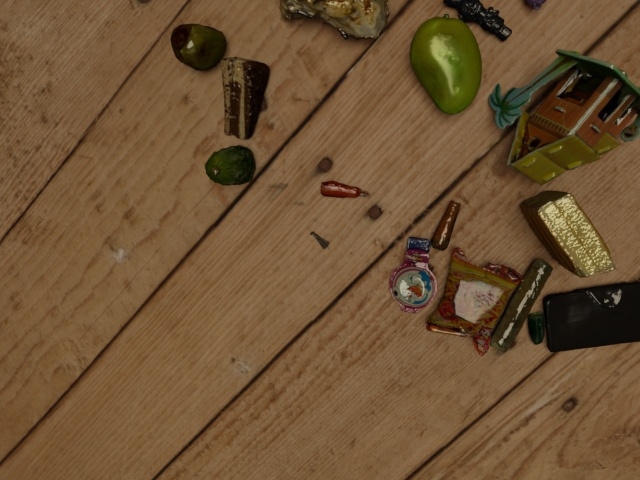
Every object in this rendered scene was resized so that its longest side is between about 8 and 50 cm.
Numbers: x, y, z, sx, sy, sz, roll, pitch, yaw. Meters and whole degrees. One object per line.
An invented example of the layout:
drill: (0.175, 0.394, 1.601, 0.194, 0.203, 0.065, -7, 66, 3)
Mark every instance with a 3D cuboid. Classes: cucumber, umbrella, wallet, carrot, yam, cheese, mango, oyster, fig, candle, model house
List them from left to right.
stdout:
fig: (-0.378, -0.607, 1.355, 0.165, 0.154, 0.144, -16, 79, -22)
cucumber: (-0.288, -0.224, 1.330, 0.134, 0.244, 0.134, 1, 103, 5)
umbrella: (0.000, 0.000, 1.434, 0.083, 0.020, 0.031, 43, 99, 5)
oyster: (0.037, -0.692, 1.287, 0.336, 0.133, 0.198, 3, 99, 9)
candle: (0.078, -0.161, 1.389, 0.162, 0.048, 0.053, 8, 81, 6)
cheese: (0.300, 0.112, 1.385, 0.155, 0.062, 0.244, 10, 95, 19)
carrot: (0.398, -0.046, 1.366, 0.055, 0.055, 0.162, 21, 97, 4)
mango: (0.374, -0.515, 1.262, 0.185, 0.149, 0.273, -34, 98, 2)
umbrella: (0.466, -0.666, 1.274, 0.224, 0.071, 0.080, 37, 127, -4)
yam: (0.628, 0.206, 1.361, 0.071, 0.067, 0.317, 28, 98, 16)
cucumber: (0.686, 0.282, 1.373, 0.048, 0.048, 0.105, -7, 96, 7)
model house: (0.676, -0.331, 1.245, 0.300, 0.340, 0.324, 22, 113, -29)
wallet: (0.890, 0.234, 1.343, 0.377, 0.051, 0.197, -8, 97, 6)

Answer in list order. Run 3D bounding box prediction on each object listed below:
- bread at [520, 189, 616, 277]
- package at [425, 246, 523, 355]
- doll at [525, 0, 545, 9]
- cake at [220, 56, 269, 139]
bread: (0.697, -0.022, 1.242, 0.111, 0.239, 0.246, -33, 91, 15)
package: (0.469, 0.190, 1.362, 0.223, 0.108, 0.288, 23, 92, 9)
doll: (0.625, -0.762, 1.246, 0.109, 0.067, 0.206, 2, 86, 20)
cake: (-0.236, -0.462, 1.394, 0.112, 0.135, 0.246, 18, 128, 16)
